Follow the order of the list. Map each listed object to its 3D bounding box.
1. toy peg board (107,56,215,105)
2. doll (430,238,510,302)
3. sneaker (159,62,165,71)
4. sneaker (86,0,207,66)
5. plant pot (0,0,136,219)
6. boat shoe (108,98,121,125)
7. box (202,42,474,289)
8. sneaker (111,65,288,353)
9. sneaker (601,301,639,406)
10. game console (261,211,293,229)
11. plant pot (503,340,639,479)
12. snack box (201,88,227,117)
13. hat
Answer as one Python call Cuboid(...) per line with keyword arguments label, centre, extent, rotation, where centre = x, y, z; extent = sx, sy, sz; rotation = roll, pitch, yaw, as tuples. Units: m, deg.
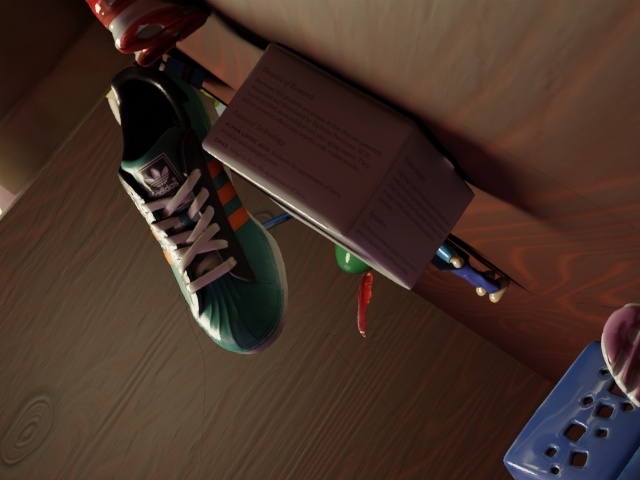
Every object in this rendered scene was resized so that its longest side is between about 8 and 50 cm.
Cuboid(label="toy peg board", centre=(-0.239, -0.237, 1.730), extent=(0.161, 0.079, 0.160), rotation=(20, 168, -27))
Cuboid(label="doll", centre=(0.175, 0.020, 1.752), extent=(0.189, 0.046, 0.129), rotation=(34, 177, -28))
Cuboid(label="sneaker", centre=(-0.271, -0.270, 1.959), extent=(0.044, 0.040, 0.109), rotation=(33, 179, -39))
Cuboid(label="sneaker", centre=(-0.181, -0.241, 1.181), extent=(0.128, 0.087, 0.221), rotation=(53, 180, -2))
Cuboid(label="plant pot", centre=(-0.381, -0.214, 1.400), extent=(0.280, 0.323, 0.323), rotation=(40, 176, -14))
Cuboid(label="boat shoe", centre=(-0.274, -0.225, 2.310), extent=(0.116, 0.123, 0.324), rotation=(-6, 147, 27))
Cuboid(label="box", centre=(0.021, -0.066, 1.168), extent=(0.182, 0.119, 0.181), rotation=(33, 178, 29))
Cuboid(label="sneaker", centre=(-0.129, -0.033, 1.186), extent=(0.121, 0.108, 0.302), rotation=(26, -143, -61))
Cuboid(label="sneaker", centre=(0.366, 0.141, 1.166), extent=(0.236, 0.095, 0.104), rotation=(32, -175, 7))
Cuboid(label="game console", centre=(0.000, 0.000, 2.189), extent=(0.250, 0.173, 0.293), rotation=(34, 178, -3))
Cuboid(label="plant pot", centre=(0.436, 0.313, 1.741), extent=(0.212, 0.236, 0.236), rotation=(20, 155, 53))
Cuboid(label="snack box", centre=(-0.176, -0.185, 2.025), extent=(0.207, 0.070, 0.174), rotation=(36, 177, -24))
Cuboid(label="hat", centre=(0.051, 0.054, 2.456), extent=(0.173, 0.183, 0.208), rotation=(34, 178, -8))
